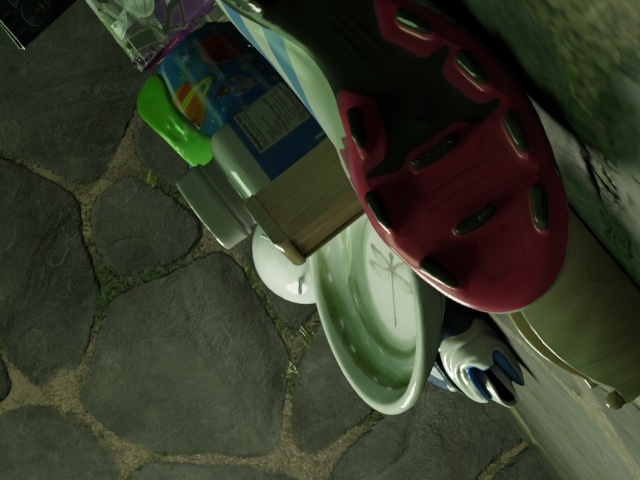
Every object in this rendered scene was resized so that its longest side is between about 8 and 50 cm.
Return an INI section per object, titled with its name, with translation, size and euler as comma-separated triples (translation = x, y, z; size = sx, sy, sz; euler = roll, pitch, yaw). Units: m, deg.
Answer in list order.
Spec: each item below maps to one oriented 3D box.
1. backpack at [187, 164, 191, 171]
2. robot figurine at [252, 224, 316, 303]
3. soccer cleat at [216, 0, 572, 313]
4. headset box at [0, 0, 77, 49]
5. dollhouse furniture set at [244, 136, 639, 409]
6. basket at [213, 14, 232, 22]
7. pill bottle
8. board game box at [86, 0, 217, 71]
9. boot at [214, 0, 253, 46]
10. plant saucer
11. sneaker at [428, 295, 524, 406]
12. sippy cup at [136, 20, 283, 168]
[backpack]
translation = -0.160, -0.168, 1.586
size = 0.152, 0.115, 0.181
euler = 28, 127, 36
[robot figurine]
translation = 0.000, 0.000, 1.846
size = 0.300, 0.199, 0.353
euler = 45, -153, 7
[soccer cleat]
translation = 0.046, -0.101, 0.607
size = 0.331, 0.116, 0.143
euler = 54, -164, 15
[headset box]
translation = -0.290, -0.329, 0.993
size = 0.246, 0.283, 0.131
euler = 23, 155, 53
[dollhouse furniture set]
translation = 0.121, 0.067, 0.775
size = 0.355, 0.174, 0.303
euler = 53, 180, 11
[basket]
translation = -0.168, -0.349, 1.766
size = 0.103, 0.113, 0.167
euler = 57, 179, -13
[pill bottle]
translation = -0.035, -0.092, 1.013
size = 0.124, 0.221, 0.124
euler = 52, 180, 0
[board game box]
translation = -0.260, -0.407, 1.202
size = 0.346, 0.208, 0.056
euler = 52, -149, -2
[boot]
translation = -0.057, -0.247, 1.040
size = 0.229, 0.091, 0.263
euler = 47, -173, -27
[plant saucer]
translation = 0.100, 0.065, 1.517
size = 0.400, 0.101, 0.400
euler = 169, 90, -69
[sneaker]
translation = 0.256, 0.226, 1.665
size = 0.236, 0.130, 0.322
euler = 55, 173, 42
[sippy cup]
translation = -0.114, -0.182, 1.386
size = 0.224, 0.240, 0.305
euler = 55, 175, 22
